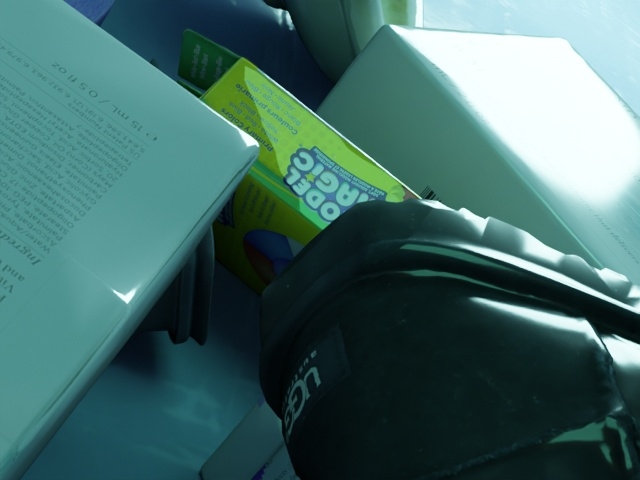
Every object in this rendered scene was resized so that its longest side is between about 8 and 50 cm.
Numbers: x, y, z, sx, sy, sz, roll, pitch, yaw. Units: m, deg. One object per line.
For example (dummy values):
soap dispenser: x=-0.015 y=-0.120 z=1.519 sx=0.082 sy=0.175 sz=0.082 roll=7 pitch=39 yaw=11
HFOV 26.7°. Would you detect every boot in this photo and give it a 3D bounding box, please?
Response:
boot: x=0.158 y=0.203 z=0.396 sx=0.367 sy=0.146 sz=0.445 roll=14 pitch=34 yaw=-17

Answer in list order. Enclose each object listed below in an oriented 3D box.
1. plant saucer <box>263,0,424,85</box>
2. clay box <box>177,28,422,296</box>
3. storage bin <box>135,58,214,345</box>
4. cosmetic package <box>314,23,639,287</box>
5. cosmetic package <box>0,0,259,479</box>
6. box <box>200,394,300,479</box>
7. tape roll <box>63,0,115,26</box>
plant saucer: x=0.002 y=-0.272 z=0.933 sx=0.101 sy=0.400 sz=0.400 roll=-4 pitch=31 yaw=10
clay box: x=0.000 y=0.000 z=0.680 sx=0.222 sy=0.127 sz=0.053 roll=38 pitch=67 yaw=6
storage bin: x=-0.110 y=-0.011 z=0.630 sx=0.091 sy=0.098 sz=0.135 roll=-7 pitch=47 yaw=-16
cosmetic package: x=0.130 y=-0.009 z=0.837 sx=0.225 sy=0.138 sz=0.224 roll=-8 pitch=53 yaw=-54
cosmetic package: x=-0.239 y=-0.044 z=0.402 sx=0.377 sy=0.097 sz=0.284 roll=36 pitch=36 yaw=-2
box: x=0.095 y=0.132 z=0.674 sx=0.324 sy=0.067 sz=0.063 roll=12 pitch=38 yaw=-37
tape roll: x=-0.242 y=-0.163 z=0.682 sx=0.275 sy=0.090 sz=0.274 roll=29 pitch=31 yaw=-19
